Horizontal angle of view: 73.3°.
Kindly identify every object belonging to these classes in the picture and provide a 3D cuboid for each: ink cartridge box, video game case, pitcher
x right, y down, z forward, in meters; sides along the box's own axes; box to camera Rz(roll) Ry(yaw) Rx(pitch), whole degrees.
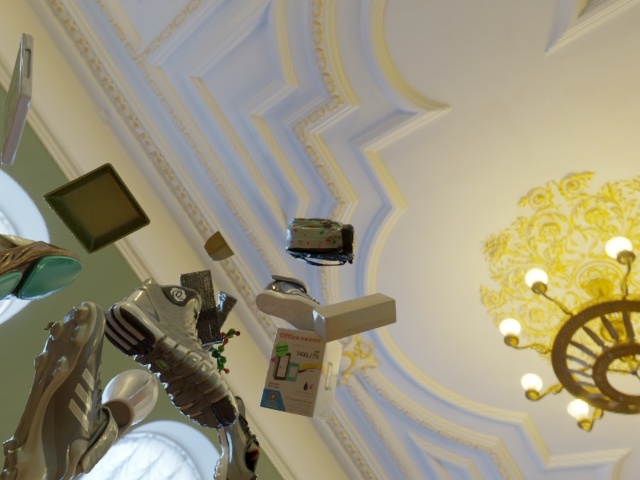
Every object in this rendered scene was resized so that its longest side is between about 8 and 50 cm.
[{"bbox_3d":[-0.059,0.466,1.509,0.198,0.270,0.197,2,-23,21],"label":"ink cartridge box"},{"bbox_3d":[-0.700,-0.322,0.992,0.227,0.026,0.207,-41,-125,37],"label":"video game case"},{"bbox_3d":[-0.452,0.378,1.047,0.177,0.207,0.125,-38,-84,-4],"label":"pitcher"}]

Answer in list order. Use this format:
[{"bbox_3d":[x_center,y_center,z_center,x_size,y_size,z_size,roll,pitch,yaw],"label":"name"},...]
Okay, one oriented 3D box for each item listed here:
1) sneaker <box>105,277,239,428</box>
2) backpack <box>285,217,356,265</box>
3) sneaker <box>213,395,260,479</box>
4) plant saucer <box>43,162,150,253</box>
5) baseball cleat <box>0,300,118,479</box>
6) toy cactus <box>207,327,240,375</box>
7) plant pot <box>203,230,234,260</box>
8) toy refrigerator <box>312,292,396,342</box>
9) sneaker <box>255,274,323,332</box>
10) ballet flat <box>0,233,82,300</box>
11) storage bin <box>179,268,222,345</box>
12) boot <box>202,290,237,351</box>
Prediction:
[{"bbox_3d":[-0.174,0.141,0.594,0.086,0.132,0.229,-27,-69,22],"label":"sneaker"},{"bbox_3d":[0.000,0.000,1.123,0.181,0.152,0.115,3,-108,8],"label":"backpack"},{"bbox_3d":[-0.203,0.519,1.109,0.108,0.272,0.100,-29,-57,7],"label":"sneaker"},{"bbox_3d":[-0.581,-0.087,1.138,0.188,0.045,0.188,-28,-64,-3],"label":"plant saucer"},{"bbox_3d":[-0.266,0.170,0.475,0.072,0.109,0.206,18,-97,37],"label":"baseball cleat"},{"bbox_3d":[-0.403,0.420,1.647,0.180,0.112,0.219,21,-98,41],"label":"toy cactus"},{"bbox_3d":[-0.387,0.030,1.616,0.081,0.083,0.082,49,-11,33],"label":"plant pot"},{"bbox_3d":[0.117,0.259,1.454,0.102,0.269,0.094,17,-65,62],"label":"toy refrigerator"},{"bbox_3d":[-0.063,0.226,1.647,0.322,0.236,0.130,15,-67,21],"label":"sneaker"},{"bbox_3d":[-0.535,0.047,0.715,0.124,0.342,0.116,37,-84,-4],"label":"ballet flat"},{"bbox_3d":[-0.318,0.177,1.138,0.084,0.180,0.122,-10,-50,-15],"label":"storage bin"},{"bbox_3d":[-0.384,0.293,1.575,0.076,0.189,0.209,25,-98,-13],"label":"boot"}]
